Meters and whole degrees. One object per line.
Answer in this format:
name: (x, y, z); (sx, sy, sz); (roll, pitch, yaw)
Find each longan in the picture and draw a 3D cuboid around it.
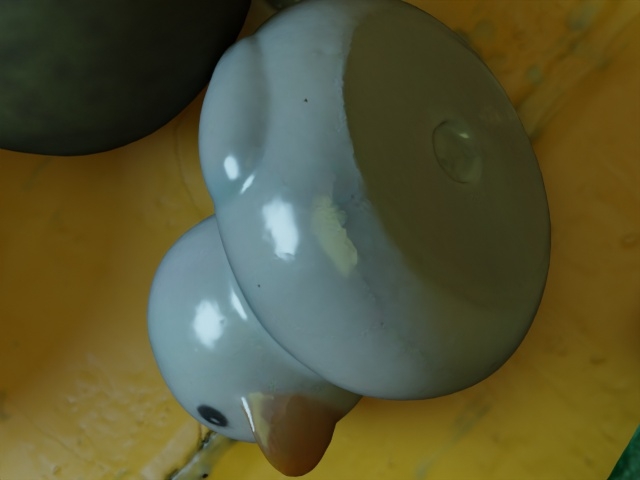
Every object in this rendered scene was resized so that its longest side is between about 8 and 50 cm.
longan: (-0.141, -0.169, 0.630); (0.248, 0.248, 0.248); (0, 88, 8)

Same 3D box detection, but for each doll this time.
doll: (0.000, 0.000, 0.647); (0.221, 0.221, 0.251); (-4, 65, 8)

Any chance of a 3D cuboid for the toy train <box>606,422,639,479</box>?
toy train: (0.267, 0.134, 0.589); (0.266, 0.145, 0.202); (31, 89, 25)
